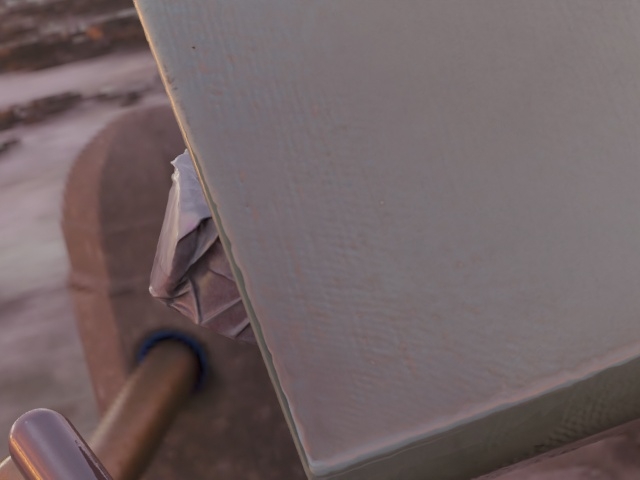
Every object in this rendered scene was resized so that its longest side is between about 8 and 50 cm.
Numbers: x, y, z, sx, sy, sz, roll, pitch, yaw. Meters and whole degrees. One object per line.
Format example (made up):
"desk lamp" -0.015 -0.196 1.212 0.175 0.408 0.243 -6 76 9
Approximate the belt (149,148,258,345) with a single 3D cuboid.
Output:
"belt" 0.000 0.000 1.329 0.324 0.115 0.227 -1 26 -36

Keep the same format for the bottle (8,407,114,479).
"bottle" -0.181 0.178 1.160 0.053 0.053 0.140 -20 38 -25

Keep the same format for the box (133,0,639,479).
"box" 0.117 -0.066 0.840 0.344 0.352 0.177 -23 -13 10

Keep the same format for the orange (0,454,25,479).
"orange" -0.252 0.267 1.485 0.134 0.155 0.154 0 8 -32
